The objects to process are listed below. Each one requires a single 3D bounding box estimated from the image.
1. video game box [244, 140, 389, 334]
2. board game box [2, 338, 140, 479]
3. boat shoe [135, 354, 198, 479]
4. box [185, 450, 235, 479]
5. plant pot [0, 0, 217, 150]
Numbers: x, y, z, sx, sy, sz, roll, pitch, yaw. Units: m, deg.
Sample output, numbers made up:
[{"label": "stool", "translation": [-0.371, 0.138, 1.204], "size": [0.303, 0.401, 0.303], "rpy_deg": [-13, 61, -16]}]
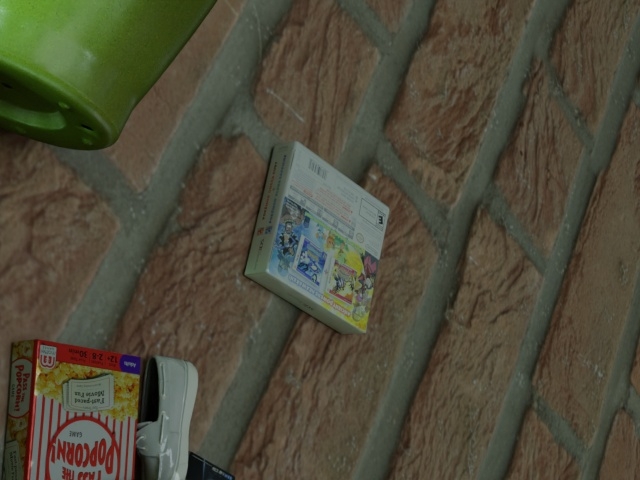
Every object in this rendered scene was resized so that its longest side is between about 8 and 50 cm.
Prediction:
[{"label": "video game box", "translation": [0.000, 0.000, 1.889], "size": [0.205, 0.048, 0.187], "rpy_deg": [34, 57, -41]}, {"label": "board game box", "translation": [-0.263, 0.210, 1.539], "size": [0.146, 0.045, 0.194], "rpy_deg": [15, 72, -48]}, {"label": "boat shoe", "translation": [-0.182, 0.216, 1.624], "size": [0.063, 0.066, 0.184], "rpy_deg": [22, 69, -31]}, {"label": "box", "translation": [-0.139, 0.291, 1.692], "size": [0.083, 0.018, 0.067], "rpy_deg": [39, 55, -40]}, {"label": "plant pot", "translation": [-0.251, -0.294, 1.450], "size": [0.366, 0.366, 0.353], "rpy_deg": [35, 70, -41]}]
